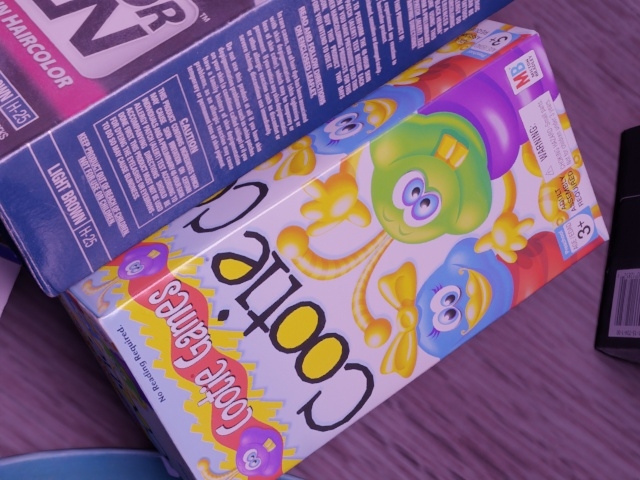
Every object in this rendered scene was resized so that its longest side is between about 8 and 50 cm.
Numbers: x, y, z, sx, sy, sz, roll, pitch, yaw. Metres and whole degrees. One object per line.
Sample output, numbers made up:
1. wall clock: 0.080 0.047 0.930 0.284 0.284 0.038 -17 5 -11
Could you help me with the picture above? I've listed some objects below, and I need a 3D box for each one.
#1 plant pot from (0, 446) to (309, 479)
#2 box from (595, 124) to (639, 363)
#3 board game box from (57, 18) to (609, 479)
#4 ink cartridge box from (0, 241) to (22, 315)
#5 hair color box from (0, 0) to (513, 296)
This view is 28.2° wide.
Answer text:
1. plant pot: -0.091 0.272 0.653 0.271 0.271 0.255 6 100 -15
2. box: 0.294 0.005 0.771 0.142 0.247 0.163 10 84 -14
3. board game box: 0.000 0.000 0.723 0.275 0.142 0.144 -34 119 -15
4. ink cartridge box: -0.293 0.131 0.675 0.165 0.065 0.333 24 69 -13
5. hair color box: -0.050 -0.141 0.678 0.347 0.105 0.174 -34 54 -16
